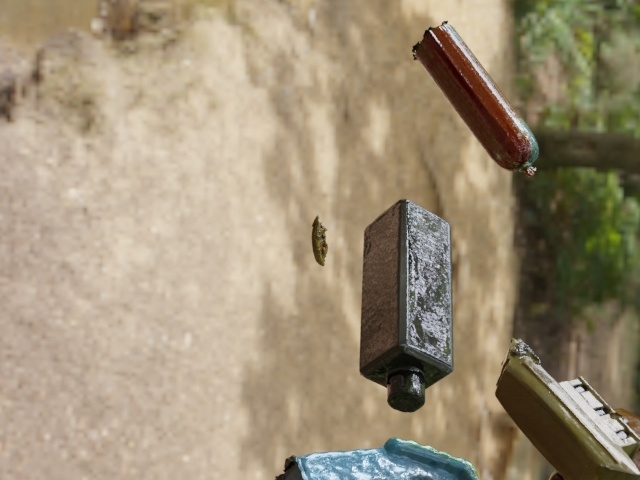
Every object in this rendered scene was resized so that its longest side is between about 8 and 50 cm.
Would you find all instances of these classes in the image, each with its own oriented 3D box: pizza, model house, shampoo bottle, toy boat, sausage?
[{"bbox_3d":[0.000,0.000,2.294,0.037,0.016,0.083,-30,120,-57],"label":"pizza"},{"bbox_3d":[0.075,0.402,2.012,0.215,0.303,0.237,66,-31,26],"label":"model house"},{"bbox_3d":[0.095,0.075,1.627,0.080,0.079,0.246,26,46,-26],"label":"shampoo bottle"},{"bbox_3d":[0.235,0.169,1.402,0.077,0.200,0.057,-10,132,-35],"label":"toy boat"},{"bbox_3d":[0.229,-0.194,2.117,0.264,0.083,0.083,57,1,22],"label":"sausage"}]

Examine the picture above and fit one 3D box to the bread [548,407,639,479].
[{"bbox_3d":[0.395,0.407,2.153,0.328,0.114,0.295,-56,151,1],"label":"bread"}]
